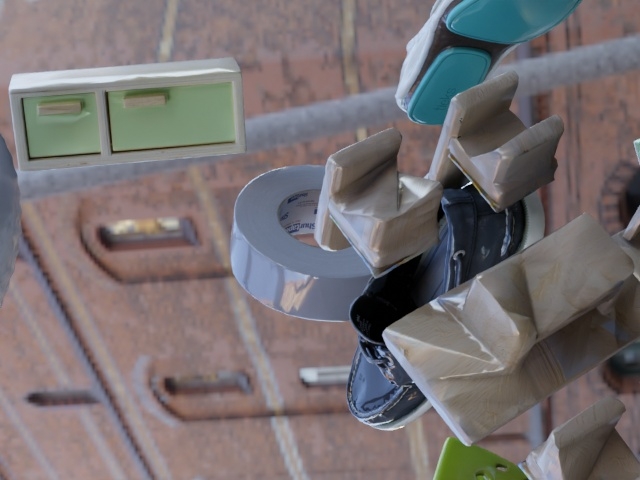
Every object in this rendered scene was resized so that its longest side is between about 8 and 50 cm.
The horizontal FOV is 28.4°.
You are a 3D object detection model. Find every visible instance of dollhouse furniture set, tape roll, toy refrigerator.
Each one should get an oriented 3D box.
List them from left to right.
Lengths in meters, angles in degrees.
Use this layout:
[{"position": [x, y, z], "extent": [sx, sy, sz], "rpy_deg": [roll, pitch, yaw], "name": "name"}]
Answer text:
[{"position": [-0.228, -0.151, 1.510], "extent": [0.094, 0.269, 0.102], "rpy_deg": [-116, 23, -68], "name": "toy refrigerator"}, {"position": [0.000, 0.000, 1.542], "extent": [0.219, 0.219, 0.072], "rpy_deg": [-84, 3, -51], "name": "tape roll"}, {"position": [0.242, 0.054, 1.117], "extent": [0.362, 0.394, 0.256], "rpy_deg": [52, 155, 24], "name": "dollhouse furniture set"}]

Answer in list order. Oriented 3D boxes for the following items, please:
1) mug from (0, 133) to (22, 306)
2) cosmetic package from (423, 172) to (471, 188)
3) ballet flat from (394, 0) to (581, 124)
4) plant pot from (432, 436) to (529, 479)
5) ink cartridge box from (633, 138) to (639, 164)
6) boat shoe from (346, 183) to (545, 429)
[{"position": [-0.473, -0.030, 1.219], "extent": [0.328, 0.374, 0.276], "rpy_deg": [-51, 12, 49], "name": "mug"}, {"position": [0.204, 0.031, 1.751], "extent": [0.224, 0.138, 0.225], "rpy_deg": [-45, -59, -45], "name": "cosmetic package"}, {"position": [0.185, -0.271, 1.468], "extent": [0.400, 0.139, 0.139], "rpy_deg": [132, 141, -63], "name": "ballet flat"}, {"position": [0.209, 0.402, 1.491], "extent": [0.227, 0.207, 0.228], "rpy_deg": [93, -163, -52], "name": "plant pot"}, {"position": [0.419, -0.081, 1.461], "extent": [0.171, 0.056, 0.235], "rpy_deg": [41, -146, -42], "name": "ink cartridge box"}, {"position": [0.086, 0.069, 1.233], "extent": [0.340, 0.113, 0.127], "rpy_deg": [-54, 45, 42], "name": "boat shoe"}]
